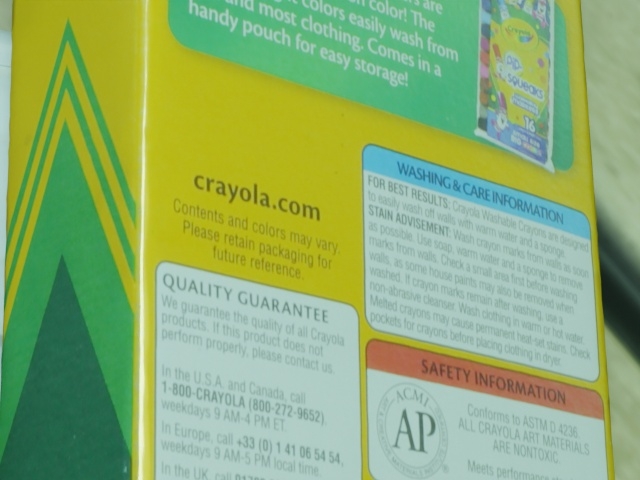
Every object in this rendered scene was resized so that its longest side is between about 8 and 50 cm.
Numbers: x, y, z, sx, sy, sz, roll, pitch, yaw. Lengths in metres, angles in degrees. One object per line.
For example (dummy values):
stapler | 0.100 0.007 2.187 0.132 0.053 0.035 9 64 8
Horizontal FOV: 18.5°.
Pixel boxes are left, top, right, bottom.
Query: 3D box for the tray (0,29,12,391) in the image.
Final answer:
tray | -0.155 -0.017 0.638 0.270 0.030 0.145 9 70 -25

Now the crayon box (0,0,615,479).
crayon box | 0.000 0.000 0.658 0.203 0.083 0.323 15 66 -38
